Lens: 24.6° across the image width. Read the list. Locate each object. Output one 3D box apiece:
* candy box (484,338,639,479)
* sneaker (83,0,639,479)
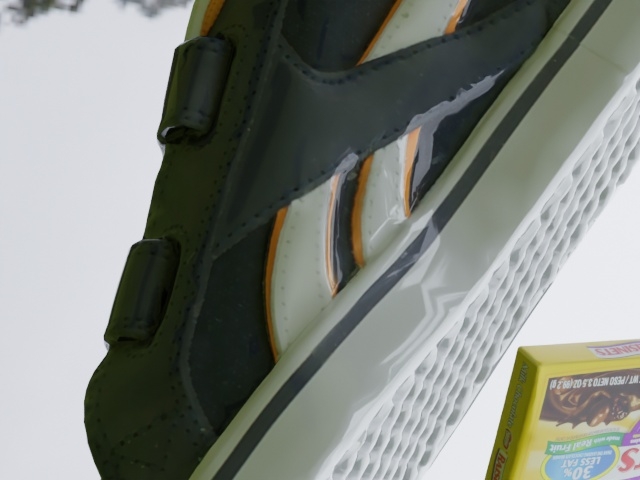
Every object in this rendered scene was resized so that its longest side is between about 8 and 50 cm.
[{"bbox_3d":[0.193,0.105,0.845,0.027,0.206,0.105,-130,-135,-52],"label":"candy box"},{"bbox_3d":[0.000,0.000,0.446,0.127,0.126,0.321,32,-109,17],"label":"sneaker"}]
